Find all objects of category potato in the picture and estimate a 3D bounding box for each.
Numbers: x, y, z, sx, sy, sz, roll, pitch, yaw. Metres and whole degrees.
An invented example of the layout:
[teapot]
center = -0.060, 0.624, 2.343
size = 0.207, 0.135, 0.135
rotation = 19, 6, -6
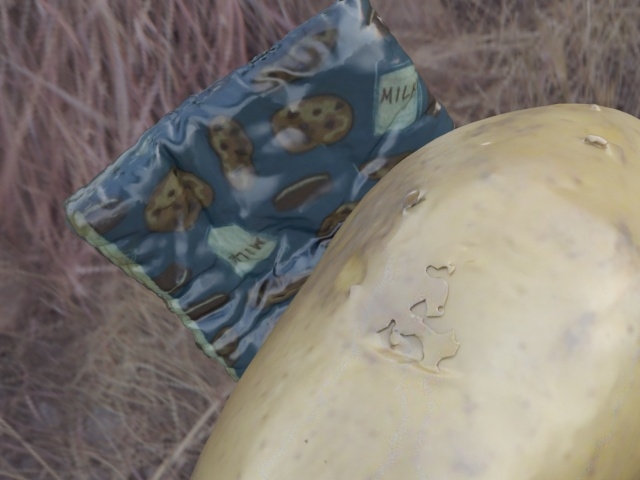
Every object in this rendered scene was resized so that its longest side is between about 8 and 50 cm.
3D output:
[potato]
center = 0.037, 0.047, 0.420
size = 0.128, 0.161, 0.235
rotation = 31, 67, 18

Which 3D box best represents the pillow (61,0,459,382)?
[pillow]
center = 0.002, 0.000, 0.750
size = 0.189, 0.255, 0.034
rotation = -35, 43, 4
